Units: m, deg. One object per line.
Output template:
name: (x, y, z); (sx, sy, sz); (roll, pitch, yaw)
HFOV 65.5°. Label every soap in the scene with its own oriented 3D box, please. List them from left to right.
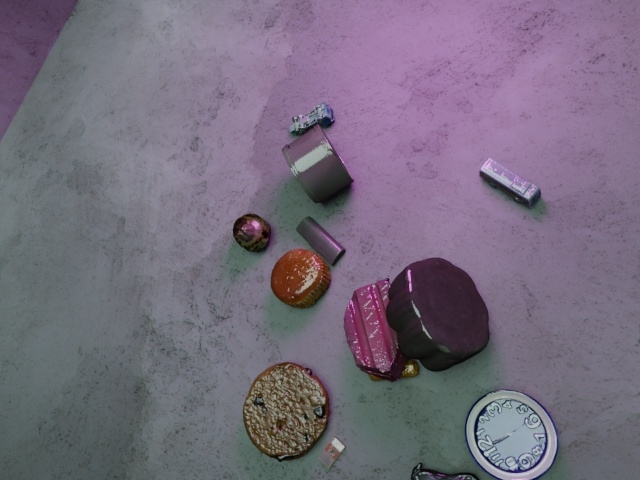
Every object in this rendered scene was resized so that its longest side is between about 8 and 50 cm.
soap: (0.172, 0.275, 1.476); (0.182, 0.112, 0.289); (-25, 54, 15)

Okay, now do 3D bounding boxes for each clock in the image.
clock: (0.506, 0.517, 1.327); (0.230, 0.083, 0.231); (-5, 75, 19)

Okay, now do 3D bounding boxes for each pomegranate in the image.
pomegranate: (-0.250, -0.022, 1.727); (0.138, 0.163, 0.125); (49, 122, 7)

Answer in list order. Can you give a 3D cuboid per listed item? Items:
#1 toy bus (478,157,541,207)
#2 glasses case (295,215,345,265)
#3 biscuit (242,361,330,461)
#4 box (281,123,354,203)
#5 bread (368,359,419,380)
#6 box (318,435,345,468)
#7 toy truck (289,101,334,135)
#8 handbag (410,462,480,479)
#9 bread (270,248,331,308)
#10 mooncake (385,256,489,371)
toy bus: (0.575, -0.178, 1.511); (0.190, 0.075, 0.064); (39, 89, 26)
glasses case: (-0.001, -0.001, 1.691); (0.190, 0.042, 0.072); (44, 100, 25)
biscuit: (-0.106, 0.528, 1.550); (0.295, 0.075, 0.296); (-3, 77, 16)
box: (-0.009, -0.254, 1.664); (0.149, 0.226, 0.226); (-32, 66, 8)
bread: (0.217, 0.389, 1.489); (0.157, 0.044, 0.052); (-11, 65, 16)
box: (0.034, 0.639, 1.499); (0.046, 0.012, 0.083); (37, 91, 27)
toy truck: (-0.030, -0.433, 1.821); (0.175, 0.081, 0.067); (-21, 66, 34)
handbag: (0.339, 0.774, 1.320); (0.191, 0.075, 0.333); (-6, 75, 22)
bread: (-0.070, 0.122, 1.642); (0.199, 0.104, 0.199); (-7, 71, 20)
mooncake: (0.320, 0.205, 1.386); (0.154, 0.305, 0.306); (-50, 57, 43)
